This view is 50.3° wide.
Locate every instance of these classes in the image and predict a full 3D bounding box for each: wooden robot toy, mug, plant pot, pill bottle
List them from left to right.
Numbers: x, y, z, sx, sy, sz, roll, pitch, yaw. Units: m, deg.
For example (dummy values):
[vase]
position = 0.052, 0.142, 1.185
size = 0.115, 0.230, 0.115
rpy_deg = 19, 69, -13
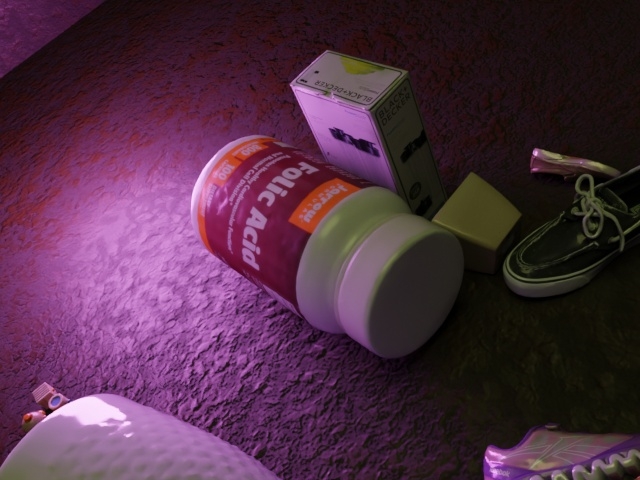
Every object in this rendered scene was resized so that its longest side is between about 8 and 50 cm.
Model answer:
[wooden robot toy]
position = -0.431, 0.283, 1.073
size = 0.076, 0.079, 0.173
rpy_deg = -28, 45, 1
[mug]
position = -0.172, 0.396, 0.746
size = 0.328, 0.276, 0.373
rpy_deg = 13, 88, 26
[pill bottle]
position = 0.000, 0.000, 1.012
size = 0.224, 0.224, 0.392
rpy_deg = -46, 47, -16
[plant pot]
position = 0.235, -0.014, 1.004
size = 0.096, 0.109, 0.109
rpy_deg = 31, 68, 27

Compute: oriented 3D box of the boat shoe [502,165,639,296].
[boat shoe]
position = 0.388, -0.029, 0.935
size = 0.307, 0.105, 0.113
rpy_deg = -24, 45, 5

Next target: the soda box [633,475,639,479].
[soda box]
position = 0.350, 0.261, 0.676
size = 0.183, 0.058, 0.063
rpy_deg = -48, 40, 21

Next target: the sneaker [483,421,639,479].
[sneaker]
position = 0.284, 0.244, 0.758
size = 0.237, 0.095, 0.104
rpy_deg = -21, 38, 9

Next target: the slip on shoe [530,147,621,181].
[slip on shoe]
position = 0.390, -0.109, 1.053
size = 0.135, 0.051, 0.041
rpy_deg = 20, 101, 28

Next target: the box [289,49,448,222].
[box]
position = 0.085, -0.138, 1.049
size = 0.169, 0.290, 0.087
rpy_deg = 28, 67, 41
